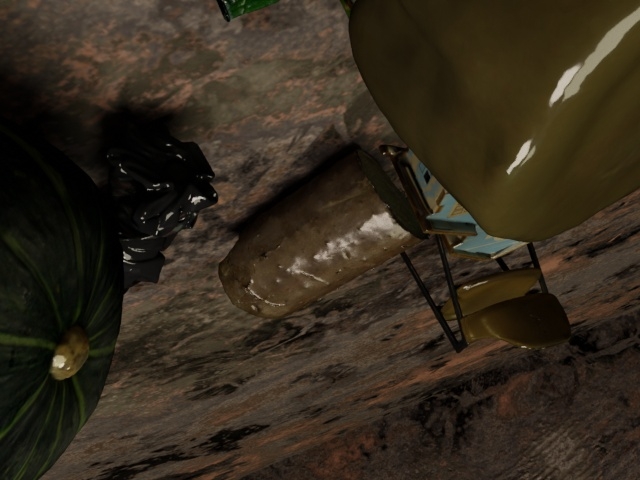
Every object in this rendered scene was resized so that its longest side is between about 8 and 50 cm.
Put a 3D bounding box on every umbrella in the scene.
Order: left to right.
[{"bbox_3d":[-0.186,-0.012,0.729,0.110,0.122,0.272,25,144,-13],"label":"umbrella"}]

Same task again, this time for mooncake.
[{"bbox_3d":[0.203,-0.182,0.499,0.379,0.200,0.378,-30,157,-14],"label":"mooncake"}]

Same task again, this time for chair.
[{"bbox_3d":[0.251,0.071,1.067,0.159,0.246,0.172,-11,155,-19],"label":"chair"}]

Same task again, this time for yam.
[{"bbox_3d":[-0.001,0.000,0.864,0.238,0.129,0.128,-34,152,27],"label":"yam"}]

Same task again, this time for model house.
[{"bbox_3d":[0.185,-0.086,0.766,0.271,0.178,0.206,-16,155,-15],"label":"model house"}]

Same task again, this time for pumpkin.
[{"bbox_3d":[-0.286,0.056,0.534,0.242,0.323,0.323,6,156,5],"label":"pumpkin"}]

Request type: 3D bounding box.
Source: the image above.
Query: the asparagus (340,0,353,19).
[{"bbox_3d":[0.027,-0.196,0.614,0.013,0.016,0.166,16,171,25],"label":"asparagus"}]

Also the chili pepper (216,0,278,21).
[{"bbox_3d":[0.023,-0.227,0.497,0.227,0.059,0.088,-22,143,-4],"label":"chili pepper"}]
